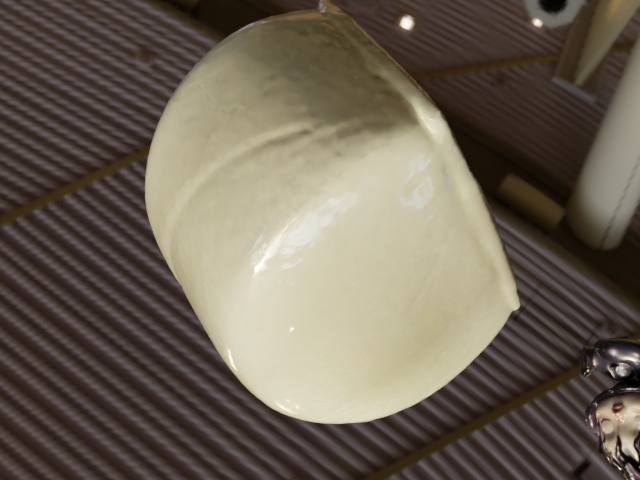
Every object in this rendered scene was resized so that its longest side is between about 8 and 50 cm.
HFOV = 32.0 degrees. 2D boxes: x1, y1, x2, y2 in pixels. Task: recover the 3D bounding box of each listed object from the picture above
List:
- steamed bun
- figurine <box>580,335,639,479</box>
[{"bbox_3d":[0.000,0.000,0.638,0.164,0.242,0.146,-36,-127,-1],"label":"steamed bun"},{"bbox_3d":[0.410,0.231,1.413,0.145,0.145,0.222,-2,-101,-25],"label":"figurine"}]
